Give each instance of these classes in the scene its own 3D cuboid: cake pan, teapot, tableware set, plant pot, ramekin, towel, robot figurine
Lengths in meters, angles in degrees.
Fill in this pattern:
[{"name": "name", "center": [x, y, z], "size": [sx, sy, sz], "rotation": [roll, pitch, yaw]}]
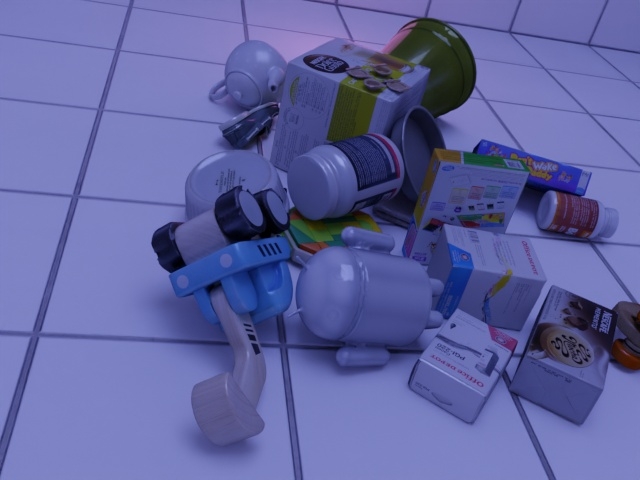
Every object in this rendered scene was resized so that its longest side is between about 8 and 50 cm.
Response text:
[{"name": "cake pan", "center": [0.284, -0.236, 1.918], "size": [0.054, 0.293, 0.293], "rotation": [-9, 21, 34]}, {"name": "teapot", "center": [-0.237, -0.537, 2.270], "size": [0.252, 0.256, 0.187], "rotation": [35, 58, 4]}, {"name": "tableware set", "center": [0.160, -0.449, 1.853], "size": [0.141, 0.020, 0.169], "rotation": [-11, 44, -28]}, {"name": "plant pot", "center": [0.309, -0.554, 2.398], "size": [0.366, 0.367, 0.353], "rotation": [31, 51, 23]}, {"name": "ramekin", "center": [-0.217, -0.116, 1.697], "size": [0.272, 0.127, 0.273], "rotation": [-2, 46, 2]}, {"name": "towel", "center": [0.305, -0.080, 1.954], "size": [0.282, 0.049, 0.187], "rotation": [23, 35, 14]}, {"name": "robot figurine", "center": [0.096, 0.122, 1.441], "size": [0.353, 0.199, 0.300], "rotation": [11, 72, -26]}]

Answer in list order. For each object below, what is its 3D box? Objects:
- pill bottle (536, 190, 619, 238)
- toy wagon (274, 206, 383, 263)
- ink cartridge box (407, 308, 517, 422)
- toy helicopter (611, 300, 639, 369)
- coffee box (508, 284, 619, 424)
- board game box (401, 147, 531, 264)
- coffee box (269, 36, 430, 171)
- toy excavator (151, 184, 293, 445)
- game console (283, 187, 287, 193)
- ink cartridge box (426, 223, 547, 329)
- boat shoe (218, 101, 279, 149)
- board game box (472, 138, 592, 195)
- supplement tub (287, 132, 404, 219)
[{"name": "pill bottle", "center": [0.783, -0.073, 2.041], "size": [0.216, 0.121, 0.121], "rotation": [12, 35, -2]}, {"name": "toy wagon", "center": [0.000, 0.000, 1.723], "size": [0.344, 0.068, 0.267], "rotation": [-4, 39, -24]}, {"name": "ink cartridge box", "center": [0.308, 0.264, 1.442], "size": [0.158, 0.092, 0.218], "rotation": [28, 39, 20]}, {"name": "toy helicopter", "center": [0.879, 0.251, 1.654], "size": [0.354, 0.140, 0.235], "rotation": [26, 27, -1]}, {"name": "coffee box", "center": [0.557, 0.249, 1.520], "size": [0.168, 0.119, 0.297], "rotation": [25, 37, 17]}, {"name": "board game box", "center": [0.366, -0.071, 1.729], "size": [0.242, 0.317, 0.064], "rotation": [7, 35, -11]}, {"name": "coffee box", "center": [0.086, -0.375, 2.036], "size": [0.334, 0.338, 0.337], "rotation": [25, 36, 16]}, {"name": "toy excavator", "center": [-0.163, 0.135, 1.351], "size": [0.446, 0.222, 0.433], "rotation": [66, 19, 4]}, {"name": "game console", "center": [-0.168, -0.107, 1.862], "size": [0.143, 0.085, 0.124], "rotation": [0, 6, -19]}, {"name": "ink cartridge box", "center": [0.398, 0.090, 1.643], "size": [0.232, 0.168, 0.171], "rotation": [10, 36, -5]}, {"name": "boat shoe", "center": [-0.214, -0.371, 2.169], "size": [0.099, 0.116, 0.319], "rotation": [62, 30, -9]}, {"name": "board game box", "center": [0.659, -0.224, 2.152], "size": [0.346, 0.078, 0.233], "rotation": [18, 3, 6]}, {"name": "supplement tub", "center": [0.068, -0.167, 1.751], "size": [0.272, 0.191, 0.191], "rotation": [-20, 47, -38]}]
